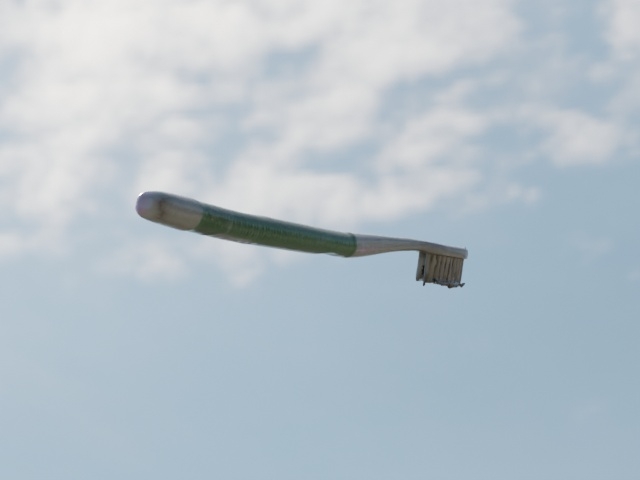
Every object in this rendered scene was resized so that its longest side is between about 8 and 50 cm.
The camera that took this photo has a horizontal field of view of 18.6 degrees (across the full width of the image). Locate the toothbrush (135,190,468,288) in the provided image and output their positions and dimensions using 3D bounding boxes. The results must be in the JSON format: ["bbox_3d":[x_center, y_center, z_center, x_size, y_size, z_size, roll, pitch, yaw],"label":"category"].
[{"bbox_3d":[0.000,0.000,0.907,0.018,0.024,0.257,5,-4,35],"label":"toothbrush"}]
